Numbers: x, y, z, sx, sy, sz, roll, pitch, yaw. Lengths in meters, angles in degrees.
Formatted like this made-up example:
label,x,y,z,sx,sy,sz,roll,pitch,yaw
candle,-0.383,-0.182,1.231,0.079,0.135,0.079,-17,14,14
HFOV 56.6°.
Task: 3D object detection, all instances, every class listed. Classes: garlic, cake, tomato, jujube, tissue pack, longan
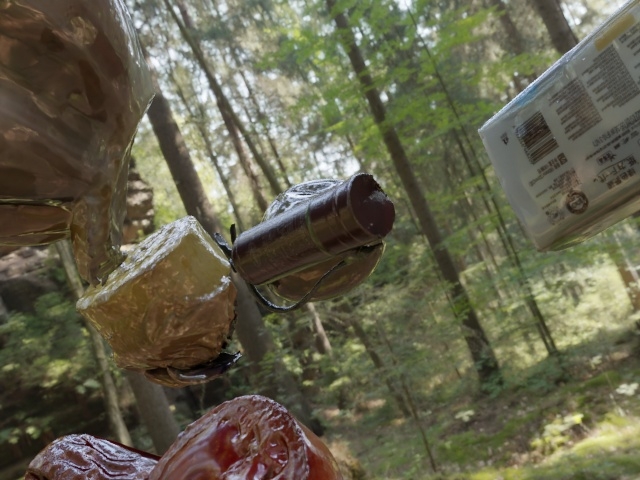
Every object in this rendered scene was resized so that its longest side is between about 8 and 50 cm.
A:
label,x,y,z,sx,sy,sz,roll,pitch,yaw
garlic,-0.240,-0.099,0.396,0.292,0.210,0.237,27,-18,-18
cake,-0.309,0.155,1.304,0.332,0.321,0.332,-31,17,11
tomato,-0.043,0.184,0.384,0.139,0.091,0.159,-52,27,-20
jujube,-0.273,0.341,0.779,0.230,0.155,0.155,20,10,17
tissue pack,0.302,-0.111,0.579,0.145,0.159,0.229,-7,-24,-34
longan,0.000,0.000,1.358,0.288,0.288,0.350,-27,-4,43

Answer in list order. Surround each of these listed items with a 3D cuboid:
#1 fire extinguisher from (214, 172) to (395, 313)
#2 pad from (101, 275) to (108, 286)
label,x,y,z,sx,sy,sz,roll,pitch,yaw
fire extinguisher,-0.017,0.008,0.414,0.157,0.078,0.045,-23,-5,43
pad,-0.252,-0.080,0.724,0.004,0.267,0.181,6,-9,-22
